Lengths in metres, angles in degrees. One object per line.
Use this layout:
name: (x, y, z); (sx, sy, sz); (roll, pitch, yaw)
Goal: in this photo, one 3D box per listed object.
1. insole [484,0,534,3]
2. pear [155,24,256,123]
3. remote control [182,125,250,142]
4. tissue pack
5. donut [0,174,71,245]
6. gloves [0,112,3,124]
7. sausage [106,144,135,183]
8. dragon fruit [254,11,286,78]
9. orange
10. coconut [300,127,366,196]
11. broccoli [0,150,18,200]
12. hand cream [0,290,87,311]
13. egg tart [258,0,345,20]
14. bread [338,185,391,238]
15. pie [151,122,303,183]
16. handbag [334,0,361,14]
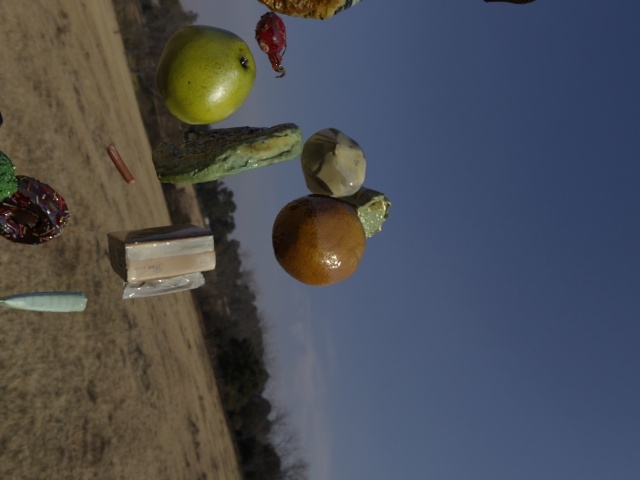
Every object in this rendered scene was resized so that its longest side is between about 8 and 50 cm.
insole: (0.378, -0.491, 1.076); (0.135, 0.002, 0.045); (22, -52, 42)
pear: (-0.328, -0.476, 1.569); (0.294, 0.294, 0.294); (166, -90, -78)
remote control: (-0.305, -0.308, 1.628); (0.028, 0.212, 0.059); (137, -61, -64)
tissue pack: (-0.536, 0.072, 1.843); (0.238, 0.305, 0.239); (16, -71, 53)
donut: (-0.865, -0.079, 1.602); (0.089, 0.235, 0.235); (-98, -177, -49)
gloves: (-1.039, -0.378, 1.615); (0.203, 0.164, 0.124); (-10, -128, 44)
sausage: (-0.664, -0.250, 1.811); (0.030, 0.035, 0.147); (-22, -80, 52)
dragon fruit: (-0.135, -0.559, 1.577); (0.094, 0.094, 0.191); (-122, -162, -56)
orange: (0.000, 0.000, 1.500); (0.264, 0.264, 0.264); (166, -90, -78)
coconut: (0.039, -0.225, 1.617); (0.224, 0.224, 0.224); (166, -90, -78)
broccoli: (-0.826, -0.190, 1.056); (0.310, 0.413, 0.321); (-30, -108, 40)
hand cream: (-0.642, 0.139, 1.245); (0.078, 0.204, 0.050); (-3, -97, 38)
egg tart: (-0.084, -0.603, 1.130); (0.351, 0.339, 0.153); (17, -98, 44)
bread: (0.123, -0.123, 2.246); (0.252, 0.238, 0.196); (35, -32, 38)
pie: (-0.175, -0.174, 1.040); (0.302, 0.302, 0.067); (-132, -151, -66)
handbag: (0.171, -1.116, 2.155); (0.180, 0.416, 0.317); (41, -37, 9)
